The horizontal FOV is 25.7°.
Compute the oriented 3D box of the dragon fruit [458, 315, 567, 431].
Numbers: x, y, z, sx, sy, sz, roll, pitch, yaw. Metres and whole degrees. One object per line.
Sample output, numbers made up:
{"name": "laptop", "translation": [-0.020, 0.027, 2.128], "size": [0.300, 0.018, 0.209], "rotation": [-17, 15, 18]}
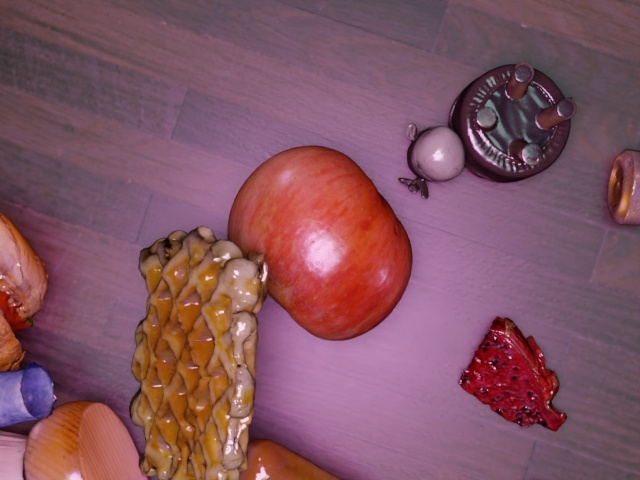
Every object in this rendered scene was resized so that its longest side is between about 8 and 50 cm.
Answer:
{"name": "dragon fruit", "translation": [0.228, 0.146, 1.556], "size": [0.131, 0.063, 0.097], "rotation": [35, 122, 2]}

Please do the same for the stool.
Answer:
{"name": "stool", "translation": [0.183, -0.118, 1.523], "size": [0.217, 0.121, 0.125], "rotation": [-21, 90, -4]}

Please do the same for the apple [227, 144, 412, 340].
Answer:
{"name": "apple", "translation": [0.000, 0.000, 1.488], "size": [0.164, 0.209, 0.209], "rotation": [-45, 88, -4]}

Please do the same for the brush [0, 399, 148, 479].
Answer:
{"name": "brush", "translation": [-0.274, 0.311, 1.512], "size": [0.166, 0.174, 0.267], "rotation": [-21, 102, 12]}

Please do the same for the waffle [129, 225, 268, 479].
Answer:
{"name": "waffle", "translation": [-0.127, 0.133, 1.443], "size": [0.073, 0.317, 0.297], "rotation": [2, 92, -26]}

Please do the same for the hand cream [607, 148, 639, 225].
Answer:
{"name": "hand cream", "translation": [0.421, -0.051, 1.539], "size": [0.203, 0.084, 0.084], "rotation": [5, 89, -5]}

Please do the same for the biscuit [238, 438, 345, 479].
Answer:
{"name": "biscuit", "translation": [-0.017, 0.362, 1.489], "size": [0.290, 0.062, 0.237], "rotation": [35, 88, -27]}

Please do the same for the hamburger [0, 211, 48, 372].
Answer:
{"name": "hamburger", "translation": [-0.408, 0.045, 1.490], "size": [0.244, 0.244, 0.163], "rotation": [12, 67, 2]}

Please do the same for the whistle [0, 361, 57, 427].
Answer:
{"name": "whistle", "translation": [-0.426, 0.185, 1.508], "size": [0.304, 0.062, 0.062], "rotation": [-12, 88, 24]}
